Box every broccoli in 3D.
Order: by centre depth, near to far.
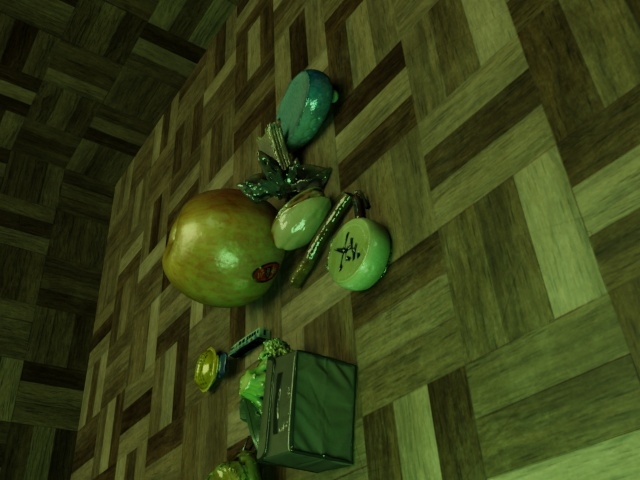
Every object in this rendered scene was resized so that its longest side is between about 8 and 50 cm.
[{"bbox_3d":[-0.123,0.391,1.727,0.226,0.176,0.198,-50,15,-7],"label":"broccoli"}]

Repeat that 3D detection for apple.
[{"bbox_3d":[-0.311,0.024,2.073,0.391,0.346,0.392,-42,40,47],"label":"apple"}]

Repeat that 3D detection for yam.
[{"bbox_3d":[0.000,0.000,1.874,0.327,0.045,0.045,-58,1,20],"label":"yam"}]

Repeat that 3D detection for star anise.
[{"bbox_3d":[-0.120,-0.179,1.986,0.198,0.257,0.111,-51,41,44],"label":"star anise"}]

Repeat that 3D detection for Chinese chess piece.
[{"bbox_3d":[0.096,0.034,1.660,0.188,0.083,0.188,-39,40,43],"label":"Chinese chess piece"}]

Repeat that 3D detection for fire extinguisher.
[{"bbox_3d":[0.108,-0.104,1.768,0.046,0.032,0.100,131,139,-51],"label":"fire extinguisher"}]

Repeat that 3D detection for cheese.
[{"bbox_3d":[-0.369,0.433,2.202,0.250,0.064,0.157,-27,53,55],"label":"cheese"}]

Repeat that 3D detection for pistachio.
[{"bbox_3d":[-0.060,-0.061,1.911,0.215,0.144,0.144,-51,34,14],"label":"pistachio"}]

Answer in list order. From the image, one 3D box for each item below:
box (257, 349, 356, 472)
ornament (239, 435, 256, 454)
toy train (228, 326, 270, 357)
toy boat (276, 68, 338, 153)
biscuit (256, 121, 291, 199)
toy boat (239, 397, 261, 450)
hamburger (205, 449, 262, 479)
[{"bbox_3d":[-0.029,0.408,1.557,0.153,0.188,0.252,-32,45,51],"label":"box"},{"bbox_3d":[-0.226,0.637,1.896,0.125,0.028,0.073,-56,33,21],"label":"ornament"},{"bbox_3d":[-0.229,0.328,2.059,0.207,0.043,0.047,-38,43,43],"label":"toy train"},{"bbox_3d":[-0.042,-0.427,2.148,0.330,0.123,0.215,130,142,-52],"label":"toy boat"},{"bbox_3d":[-0.140,-0.261,2.147,0.108,0.061,0.239,-32,73,57],"label":"biscuit"},{"bbox_3d":[-0.178,0.520,1.832,0.085,0.078,0.260,-44,35,10],"label":"toy boat"},{"bbox_3d":[-0.223,0.718,1.745,0.265,0.134,0.285,-53,40,25],"label":"hamburger"}]
